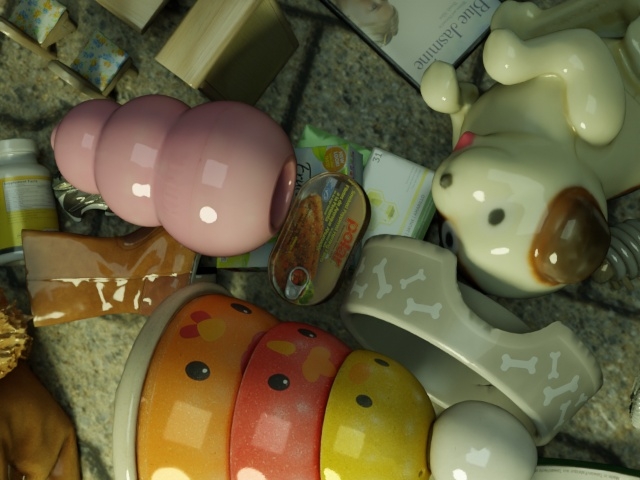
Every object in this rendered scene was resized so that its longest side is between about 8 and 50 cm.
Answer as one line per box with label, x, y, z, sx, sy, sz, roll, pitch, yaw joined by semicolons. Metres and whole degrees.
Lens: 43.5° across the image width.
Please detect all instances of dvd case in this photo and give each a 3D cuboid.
dvd case;0.134;-0.364;1.220;0.253;0.022;0.180;44;92;7

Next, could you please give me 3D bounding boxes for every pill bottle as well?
pill bottle;-0.460;-0.058;1.233;0.103;0.103;0.184;-10;85;6

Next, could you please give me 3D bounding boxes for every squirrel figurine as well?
squirrel figurine;-0.525;0.249;1.088;0.280;0.370;0.397;2;87;7

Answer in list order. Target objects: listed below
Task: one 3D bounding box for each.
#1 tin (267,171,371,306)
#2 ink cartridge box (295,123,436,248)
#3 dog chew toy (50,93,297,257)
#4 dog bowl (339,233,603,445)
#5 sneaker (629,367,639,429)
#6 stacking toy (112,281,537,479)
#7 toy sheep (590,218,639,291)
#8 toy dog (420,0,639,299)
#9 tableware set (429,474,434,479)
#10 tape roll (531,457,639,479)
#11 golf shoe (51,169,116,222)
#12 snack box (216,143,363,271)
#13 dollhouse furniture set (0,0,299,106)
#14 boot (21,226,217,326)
tin;0.000;0.000;1.088;0.106;0.040;0.190;27;94;26
ink cartridge box;0.050;-0.060;1.198;0.235;0.056;0.171;24;90;6
dog chew toy;-0.204;-0.101;1.069;0.331;0.206;0.207;15;89;11
dog bowl;0.176;0.137;1.031;0.348;0.349;0.102;33;73;8
sneaker;0.535;0.175;1.104;0.153;0.094;0.235;25;80;16
stacking toy;0.023;0.232;0.995;0.479;0.350;0.351;1;87;19
toy sheep;0.434;0.015;1.133;0.132;0.091;0.091;-36;83;-11
toy dog;0.288;-0.105;1.020;0.408;0.284;0.395;-49;118;-29
tableware set;0.101;0.340;1.177;0.194;0.039;0.128;-11;97;12
tape roll;0.347;0.346;1.002;0.321;0.321;0.077;4;89;7
golf shoe;-0.309;-0.091;1.242;0.198;0.077;0.094;-17;110;0
snack box;-0.044;-0.043;1.169;0.207;0.070;0.175;-3;81;21
dollhouse furniture set;-0.249;-0.366;1.149;0.394;0.256;0.362;37;91;7
boot;-0.296;-0.008;1.196;0.280;0.096;0.264;-1;99;-7
